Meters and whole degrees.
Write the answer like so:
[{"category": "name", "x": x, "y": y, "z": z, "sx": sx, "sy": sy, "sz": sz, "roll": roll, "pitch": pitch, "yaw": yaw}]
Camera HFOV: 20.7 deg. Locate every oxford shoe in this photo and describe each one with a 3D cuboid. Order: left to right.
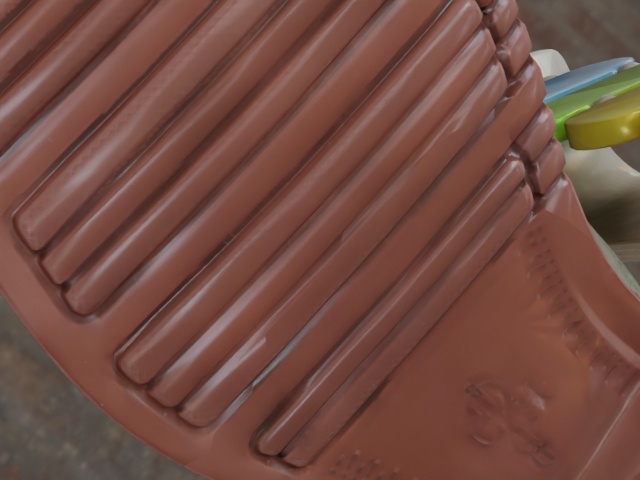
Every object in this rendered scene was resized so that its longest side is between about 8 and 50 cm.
[{"category": "oxford shoe", "x": 0.000, "y": 0.000, "z": 0.487, "sx": 0.397, "sy": 0.140, "sz": 0.146, "roll": 50, "pitch": -4, "yaw": -25}]

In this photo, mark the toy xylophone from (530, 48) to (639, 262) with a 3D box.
[{"category": "toy xylophone", "x": 0.148, "y": -0.038, "z": 0.686, "sx": 0.236, "sy": 0.322, "sz": 0.081, "roll": -25, "pitch": 102, "yaw": -43}]
